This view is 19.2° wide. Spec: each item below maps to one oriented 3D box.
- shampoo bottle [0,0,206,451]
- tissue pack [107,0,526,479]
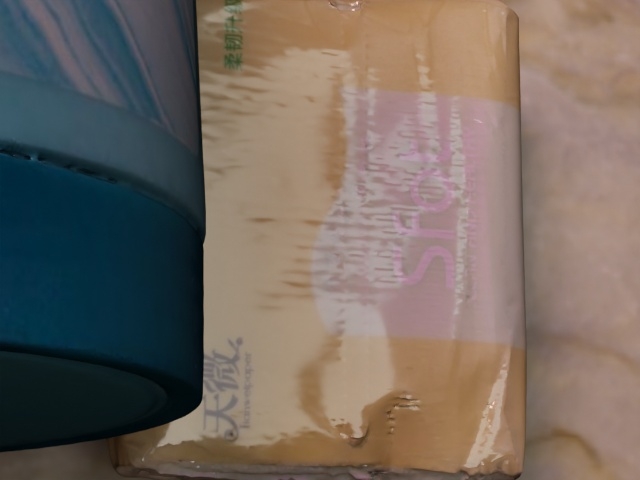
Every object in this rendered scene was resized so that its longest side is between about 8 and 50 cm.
[{"bbox_3d":[-0.208,-0.107,0.655,0.331,0.331,0.343,2,76,-18],"label":"shampoo bottle"},{"bbox_3d":[0.000,0.000,0.827,0.186,0.090,0.222,5,76,-15],"label":"tissue pack"}]
